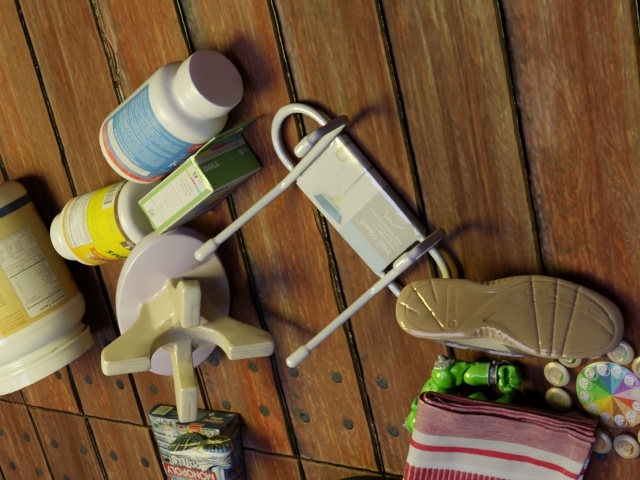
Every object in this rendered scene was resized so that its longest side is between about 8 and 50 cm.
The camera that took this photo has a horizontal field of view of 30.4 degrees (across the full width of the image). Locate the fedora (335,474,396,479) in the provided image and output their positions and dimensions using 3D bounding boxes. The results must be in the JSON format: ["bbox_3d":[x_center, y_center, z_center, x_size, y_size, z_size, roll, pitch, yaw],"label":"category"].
[{"bbox_3d":[0.069,0.533,1.810,0.334,0.334,0.152,46,166,7],"label":"fedora"}]

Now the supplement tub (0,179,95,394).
[{"bbox_3d":[-0.542,0.080,2.006,0.228,0.228,0.316,-17,103,42],"label":"supplement tub"}]

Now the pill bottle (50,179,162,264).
[{"bbox_3d":[-0.329,-0.026,1.858,0.215,0.117,0.117,-13,106,41],"label":"pill bottle"}]

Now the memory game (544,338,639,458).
[{"bbox_3d":[0.373,0.203,1.522,0.186,0.012,0.186,18,124,29],"label":"memory game"}]

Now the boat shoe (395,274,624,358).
[{"bbox_3d":[0.243,0.099,1.510,0.285,0.092,0.102,2,82,17],"label":"boat shoe"}]

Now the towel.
[{"bbox_3d":[0.231,0.350,1.626,0.237,0.037,0.329,9,127,5],"label":"towel"}]

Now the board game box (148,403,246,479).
[{"bbox_3d":[-0.204,0.386,2.036,0.194,0.060,0.194,-1,113,37],"label":"board game box"}]

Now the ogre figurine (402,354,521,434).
[{"bbox_3d":[0.190,0.232,1.624,0.118,0.097,0.197,28,141,8],"label":"ogre figurine"}]

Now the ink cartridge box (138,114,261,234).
[{"bbox_3d":[-0.159,-0.091,1.695,0.209,0.109,0.062,-35,87,43],"label":"ink cartridge box"}]

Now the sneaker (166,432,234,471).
[{"bbox_3d":[-0.196,0.354,1.937,0.135,0.052,0.058,-2,117,37],"label":"sneaker"}]

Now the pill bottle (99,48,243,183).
[{"bbox_3d":[-0.209,-0.178,1.676,0.221,0.124,0.124,-31,94,44],"label":"pill bottle"}]

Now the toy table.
[{"bbox_3d":[-0.209,0.133,1.778,0.161,0.252,0.274,-115,13,-52],"label":"toy table"}]

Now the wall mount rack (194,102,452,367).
[{"bbox_3d":[0.000,0.000,1.613,0.350,0.130,0.304,50,134,5],"label":"wall mount rack"}]
